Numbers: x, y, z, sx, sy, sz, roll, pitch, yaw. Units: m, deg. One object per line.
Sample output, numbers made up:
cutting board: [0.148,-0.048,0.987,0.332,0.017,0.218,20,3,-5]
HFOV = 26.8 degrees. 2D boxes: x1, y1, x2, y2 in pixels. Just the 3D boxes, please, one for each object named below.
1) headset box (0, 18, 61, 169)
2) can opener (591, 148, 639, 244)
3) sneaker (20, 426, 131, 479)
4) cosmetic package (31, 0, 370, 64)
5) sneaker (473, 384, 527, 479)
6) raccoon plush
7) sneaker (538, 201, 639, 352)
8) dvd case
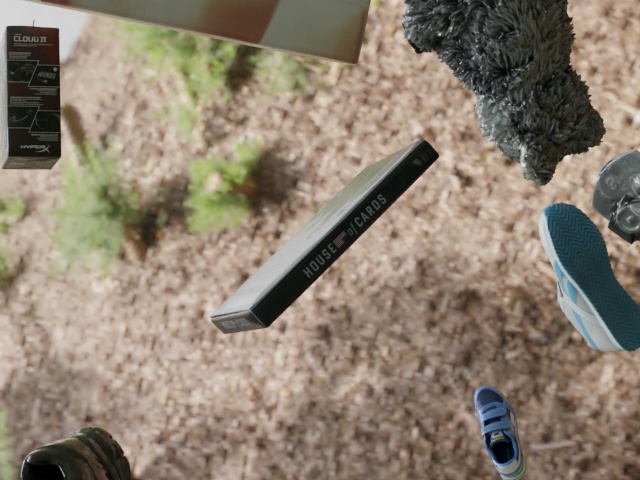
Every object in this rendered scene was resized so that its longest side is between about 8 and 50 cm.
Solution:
headset box: [-0.170,-0.086,0.782,0.062,0.032,0.083,164,105,-72]
can opener: [0.381,0.009,1.243,0.283,0.095,0.076,36,122,10]
sneaker: [-0.252,0.344,1.591,0.286,0.130,0.109,39,117,30]
cosmetic package: [-0.108,-0.233,1.084,0.153,0.296,0.129,-116,38,-79]
sneaker: [0.256,0.271,1.920,0.053,0.059,0.144,-26,64,13]
raccoon plush: [0.276,-0.260,1.727,0.299,0.216,0.446,54,167,10]
sneaker: [0.358,0.056,1.851,0.229,0.087,0.092,62,153,-4]
dvd case: [0.000,0.000,1.318,0.238,0.029,0.179,-45,7,-16]
